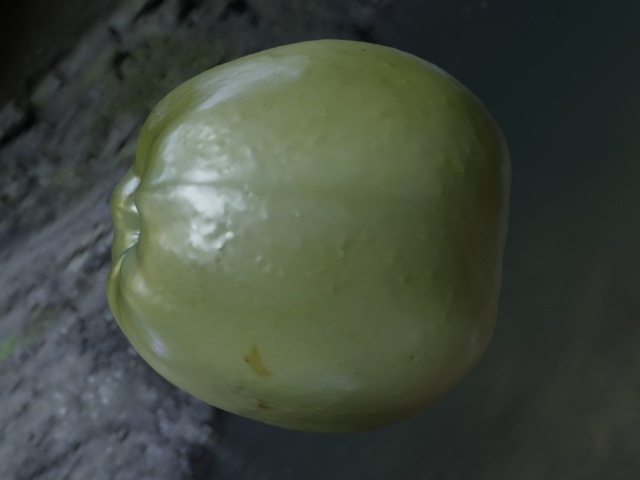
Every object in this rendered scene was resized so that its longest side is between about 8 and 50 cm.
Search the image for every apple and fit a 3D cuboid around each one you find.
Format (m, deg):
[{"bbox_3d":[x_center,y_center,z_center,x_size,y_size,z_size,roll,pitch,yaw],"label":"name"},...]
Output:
[{"bbox_3d":[0.000,0.000,0.693,0.200,0.200,0.200,-51,10,12],"label":"apple"}]
